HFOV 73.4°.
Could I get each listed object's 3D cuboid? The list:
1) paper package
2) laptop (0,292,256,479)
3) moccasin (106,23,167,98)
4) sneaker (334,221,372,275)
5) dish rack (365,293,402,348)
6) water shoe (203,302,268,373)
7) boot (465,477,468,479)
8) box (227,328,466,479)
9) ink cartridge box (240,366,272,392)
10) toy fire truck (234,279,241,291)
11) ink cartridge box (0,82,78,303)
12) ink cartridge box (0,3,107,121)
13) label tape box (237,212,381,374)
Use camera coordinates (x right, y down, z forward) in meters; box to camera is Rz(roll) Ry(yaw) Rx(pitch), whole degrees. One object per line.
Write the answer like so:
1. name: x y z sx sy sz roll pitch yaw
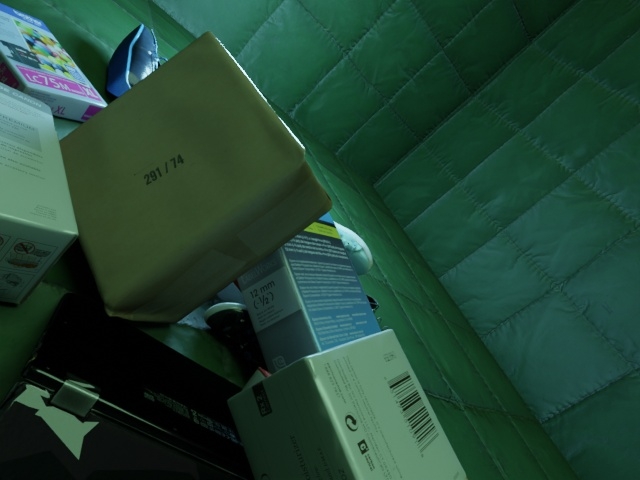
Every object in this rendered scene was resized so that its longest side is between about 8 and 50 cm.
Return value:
1. paper package: -0.199 -0.092 0.653 0.309 0.325 0.168 55 1 23
2. laptop: -0.175 0.289 0.433 0.382 0.236 0.408 40 -10 -24
3. moccasin: -0.490 -0.453 1.154 0.117 0.138 0.341 37 34 -43
4. sneaker: 0.000 0.000 1.318 0.366 0.135 0.150 38 26 -3
5. dish rack: 0.098 0.228 1.021 0.209 0.074 0.271 15 27 -36
6. water shoe: -0.109 0.178 0.734 0.203 0.073 0.080 38 22 -27
7. boot: 0.182 0.484 0.747 0.220 0.109 0.283 27 34 -40
8. box: 0.032 0.206 0.445 0.182 0.119 0.180 2 57 -55
9. ink cartridge box: -0.030 0.236 0.567 0.135 0.056 0.099 41 -11 -34
10. toy fire truck: -0.168 -0.045 0.940 0.302 0.169 0.254 52 32 4
11. ink cartridge box: -0.447 -0.098 0.435 0.310 0.130 0.271 25 26 -51
12. ink cartridge box: -0.578 -0.367 0.831 0.311 0.065 0.186 48 17 9
13. label tape box: -0.033 0.069 0.803 0.249 0.115 0.347 11 50 -59
